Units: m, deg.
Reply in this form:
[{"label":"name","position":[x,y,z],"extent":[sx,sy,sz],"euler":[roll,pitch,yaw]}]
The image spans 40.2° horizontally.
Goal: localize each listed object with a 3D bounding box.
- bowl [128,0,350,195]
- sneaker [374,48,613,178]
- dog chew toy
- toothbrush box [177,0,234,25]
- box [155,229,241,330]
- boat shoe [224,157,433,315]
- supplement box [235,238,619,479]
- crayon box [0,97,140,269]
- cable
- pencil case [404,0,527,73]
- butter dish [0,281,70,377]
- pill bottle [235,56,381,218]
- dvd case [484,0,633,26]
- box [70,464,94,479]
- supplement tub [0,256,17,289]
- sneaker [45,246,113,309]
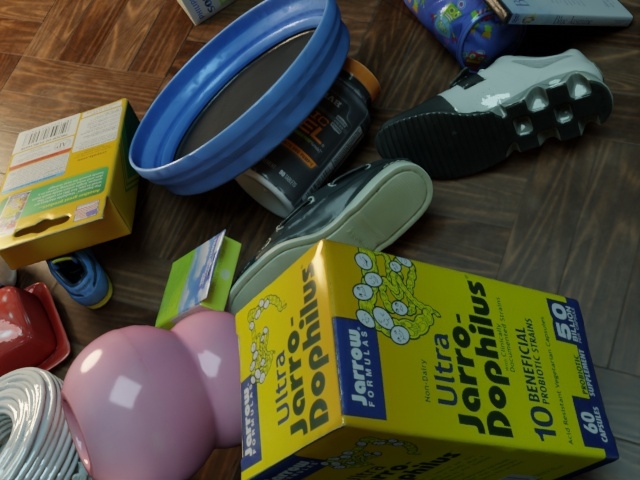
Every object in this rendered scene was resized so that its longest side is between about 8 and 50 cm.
[{"label":"bowl","position":[-0.121,-0.225,1.318],"extent":[0.391,0.077,0.391],"euler":[-31,31,21]},{"label":"sneaker","position":[0.241,-0.191,1.270],"extent":[0.330,0.122,0.146],"euler":[-13,41,12]},{"label":"dog chew toy","position":[-0.149,0.181,1.107],"extent":[0.332,0.206,0.206],"euler":[-20,53,-25]},{"label":"toothbrush box","position":[-0.163,-0.550,1.534],"extent":[0.283,0.206,0.122],"euler":[-32,58,-2]},{"label":"box","position":[-0.170,0.062,1.227],"extent":[0.178,0.042,0.109],"euler":[-28,44,53]},{"label":"boat shoe","position":[-0.002,-0.003,1.233],"extent":[0.340,0.127,0.113],"euler":[-43,30,3]},{"label":"supplement box","position":[0.109,0.156,0.941],"extent":[0.195,0.356,0.194],"euler":[-42,44,45]},{"label":"crayon box","position":[-0.392,-0.078,1.361],"extent":[0.203,0.083,0.323],"euler":[-16,39,9]},{"label":"cable","position":[-0.425,0.293,1.164],"extent":[0.257,0.089,0.257],"euler":[-36,36,12]},{"label":"pencil case","position":[0.198,-0.401,1.380],"extent":[0.119,0.133,0.306],"euler":[-16,55,-23]},{"label":"butter dish","position":[-0.480,0.135,1.301],"extent":[0.160,0.118,0.160],"euler":[-32,56,-1]},{"label":"pill bottle","position":[-0.013,-0.161,1.311],"extent":[0.130,0.130,0.245],"euler":[30,74,29]},{"label":"dvd case","position":[0.326,-0.382,1.306],"extent":[0.253,0.022,0.180],"euler":[-7,52,-29]},{"label":"box","position":[-0.352,0.375,1.157],"extent":[0.067,0.063,0.324],"euler":[23,71,28]},{"label":"supplement tub","position":[-0.591,0.063,1.379],"extent":[0.190,0.117,0.117],"euler":[-24,57,3]},{"label":"sneaker","position":[-0.399,0.019,1.364],"extent":[0.069,0.082,0.209],"euler":[-42,56,-5]}]
